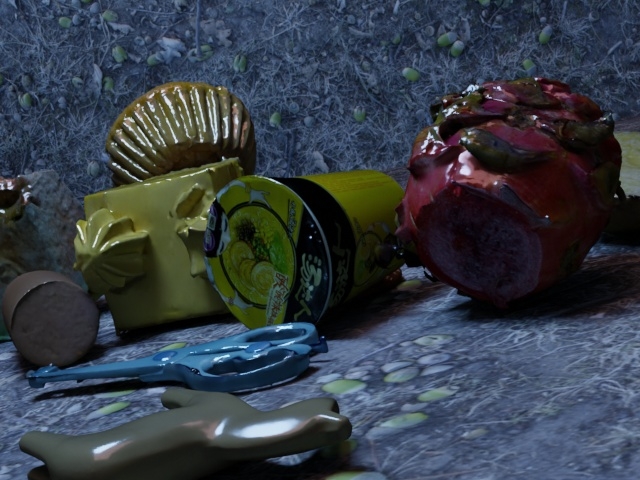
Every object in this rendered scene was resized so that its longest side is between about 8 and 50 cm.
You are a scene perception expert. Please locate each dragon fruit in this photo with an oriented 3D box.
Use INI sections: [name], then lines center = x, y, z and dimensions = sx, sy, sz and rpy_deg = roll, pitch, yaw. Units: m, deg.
[dragon fruit]
center = 0.228, -0.064, 1.264
dimensions = 0.250, 0.269, 0.291
rpy_deg = 23, 40, 9

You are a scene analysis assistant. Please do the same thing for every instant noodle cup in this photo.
[instant noodle cup]
center = 0.000, 0.000, 1.375
dimensions = 0.215, 0.216, 0.236
rpy_deg = -5, 9, 42

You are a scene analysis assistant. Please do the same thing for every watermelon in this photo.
[watermelon]
center = -0.511, -0.001, 1.732
dimensions = 0.264, 0.302, 0.151
rpy_deg = -7, 20, 12

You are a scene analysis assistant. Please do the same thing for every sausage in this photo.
[sausage]
center = -0.397, 0.107, 1.532
dimensions = 0.123, 0.123, 0.253
rpy_deg = -15, 7, -19

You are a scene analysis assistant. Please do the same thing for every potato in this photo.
[potato]
center = 0.457, -0.065, 1.474
dimensions = 0.299, 0.116, 0.239
rpy_deg = 8, 25, 38

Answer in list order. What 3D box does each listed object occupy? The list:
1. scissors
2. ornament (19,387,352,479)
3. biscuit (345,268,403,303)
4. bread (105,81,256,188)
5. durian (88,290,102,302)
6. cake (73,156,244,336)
[scissors]
center = -0.175, 0.147, 1.229
dimensions = 0.393, 0.032, 0.180
rpy_deg = -8, 9, 19
[ornament]
center = -0.108, 0.168, 0.887
dimensions = 0.230, 0.061, 0.245
rpy_deg = -15, 7, -32
[biscuit]
center = 0.051, 0.060, 1.514
dimensions = 0.126, 0.025, 0.206
rpy_deg = -7, 10, 33
[bread]
center = -0.225, -0.132, 1.778
dimensions = 0.274, 0.274, 0.149
rpy_deg = -15, 40, -16
[durian]
center = -0.407, 0.057, 1.841
dimensions = 0.208, 0.102, 0.146
rpy_deg = -37, 15, -26
[cake]
center = -0.218, 0.012, 1.570
dimensions = 0.227, 0.222, 0.286
rpy_deg = -13, 8, 9
